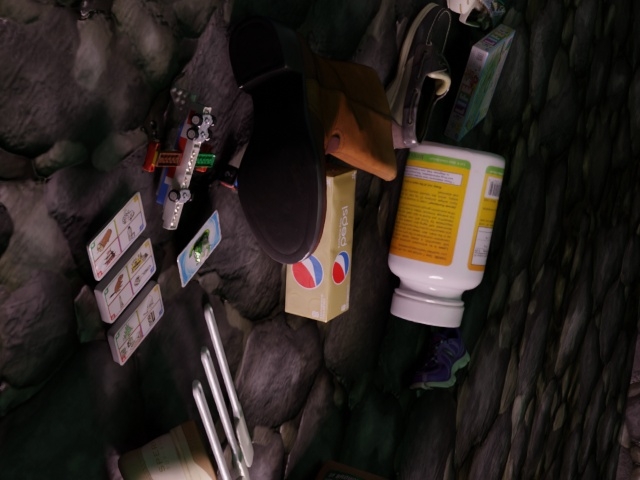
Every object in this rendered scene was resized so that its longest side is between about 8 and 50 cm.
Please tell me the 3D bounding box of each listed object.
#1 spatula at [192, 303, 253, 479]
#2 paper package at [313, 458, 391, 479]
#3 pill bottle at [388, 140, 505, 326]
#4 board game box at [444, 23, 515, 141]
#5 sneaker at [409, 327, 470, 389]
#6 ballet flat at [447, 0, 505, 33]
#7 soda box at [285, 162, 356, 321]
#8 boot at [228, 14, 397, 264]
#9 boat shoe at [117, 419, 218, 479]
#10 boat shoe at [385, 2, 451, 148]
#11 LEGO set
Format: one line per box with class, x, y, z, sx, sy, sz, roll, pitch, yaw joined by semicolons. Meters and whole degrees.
spatula;-0.098;0.203;1.221;0.168;0.019;0.242;-87;168;-55
paper package;0.107;0.485;1.463;0.168;0.325;0.309;-35;131;-51
pill bottle;0.169;-0.009;1.575;0.136;0.136;0.245;4;98;-62
board game box;0.236;-0.234;1.673;0.103;0.026;0.154;-41;154;-48
sneaker;0.182;0.186;1.775;0.170;0.068;0.071;-40;120;-61
ballet flat;0.214;-0.344;1.605;0.188;0.070;0.070;23;81;-58
soda box;0.000;0.000;1.348;0.058;0.061;0.181;-25;122;-55
boot;0.006;-0.094;1.244;0.280;0.096;0.264;13;59;-62
boat shoe;-0.140;0.321;1.200;0.098;0.109;0.302;-20;128;-12
boat shoe;0.140;-0.215;1.504;0.223;0.073;0.080;-66;150;-19
LEGO set;-0.155;-0.025;1.099;0.244;0.060;0.182;-54;156;-34
